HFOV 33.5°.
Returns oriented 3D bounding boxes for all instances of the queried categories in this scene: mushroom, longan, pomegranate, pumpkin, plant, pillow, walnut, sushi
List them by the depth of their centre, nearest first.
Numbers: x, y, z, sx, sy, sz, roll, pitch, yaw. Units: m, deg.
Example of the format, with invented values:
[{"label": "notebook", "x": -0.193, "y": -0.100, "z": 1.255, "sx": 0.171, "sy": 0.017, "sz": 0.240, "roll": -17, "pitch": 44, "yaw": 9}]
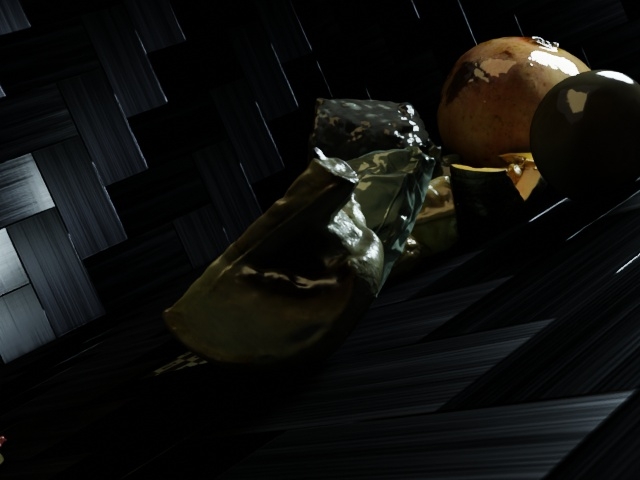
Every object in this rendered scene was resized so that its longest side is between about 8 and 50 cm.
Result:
[{"label": "mushroom", "x": -0.016, "y": 0.046, "z": 1.332, "sx": 0.292, "sy": 0.212, "sz": 0.217, "roll": -55, "pitch": -19, "yaw": 8}, {"label": "pillow", "x": 0.015, "y": 0.009, "z": 1.559, "sx": 0.310, "sy": 0.138, "sz": 0.283, "roll": -14, "pitch": 45, "yaw": 57}, {"label": "longan", "x": 0.399, "y": -0.154, "z": 1.565, "sx": 0.198, "sy": 0.198, "sz": 0.212, "roll": -18, "pitch": 8, "yaw": 47}, {"label": "walnut", "x": 0.113, "y": 0.022, "z": 1.644, "sx": 0.096, "sy": 0.082, "sz": 0.079, "roll": -26, "pitch": 37, "yaw": -20}, {"label": "pumpkin", "x": 0.292, "y": -0.082, "z": 1.726, "sx": 0.183, "sy": 0.107, "sz": 0.119, "roll": -14, "pitch": 15, "yaw": -37}, {"label": "sushi", "x": -0.135, "y": 0.132, "z": 1.771, "sx": 0.264, "sy": 0.050, "sz": 0.290, "roll": -19, "pitch": 7, "yaw": 46}, {"label": "plant", "x": 0.126, "y": -0.130, "z": 1.860, "sx": 0.312, "sy": 0.213, "sz": 0.215, "roll": 8, "pitch": 25, "yaw": 3}, {"label": "pomegranate", "x": 0.366, "y": -0.232, "z": 1.945, "sx": 0.322, "sy": 0.322, "sz": 0.322, "roll": -23, "pitch": 5, "yaw": 2}]

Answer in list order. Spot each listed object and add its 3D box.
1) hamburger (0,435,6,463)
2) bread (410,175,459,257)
[{"label": "hamburger", "x": -0.546, "y": 0.289, "z": 1.506, "sx": 0.175, "sy": 0.137, "sz": 0.175, "roll": -27, "pitch": 4, "yaw": 2}, {"label": "bread", "x": 0.117, "y": -0.018, "z": 1.727, "sx": 0.232, "sy": 0.128, "sz": 0.088, "roll": -23, "pitch": -24, "yaw": 19}]
